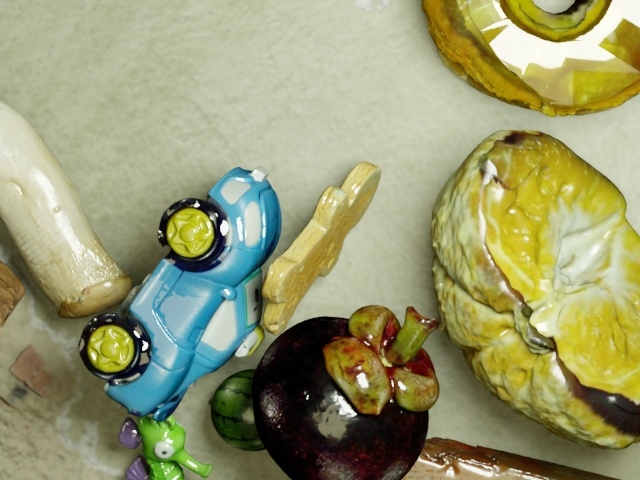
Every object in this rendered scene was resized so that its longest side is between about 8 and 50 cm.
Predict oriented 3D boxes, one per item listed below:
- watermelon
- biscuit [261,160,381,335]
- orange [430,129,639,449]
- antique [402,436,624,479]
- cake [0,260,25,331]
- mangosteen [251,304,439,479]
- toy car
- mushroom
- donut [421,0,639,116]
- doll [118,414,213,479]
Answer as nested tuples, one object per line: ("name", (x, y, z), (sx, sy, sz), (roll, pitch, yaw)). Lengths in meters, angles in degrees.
("watermelon", (-0.084, 0.197, 1.945), (0.109, 0.109, 0.109), (1, 98, 5))
("biscuit", (0.000, 0.000, 1.867), (0.030, 0.153, 0.234), (29, 61, 12))
("orange", (0.250, 0.059, 1.830), (0.369, 0.271, 0.210), (55, 143, -4))
("antique", (0.214, 0.301, 1.937), (0.310, 0.087, 0.093), (13, 98, 4))
("cake", (-0.509, 0.097, 1.887), (0.290, 0.282, 0.256), (-44, 99, 6))
("mangosteen", (0.043, 0.165, 1.824), (0.211, 0.211, 0.250), (45, 116, -2))
("toy car", (-0.132, 0.063, 1.876), (0.166, 0.198, 0.314), (36, 99, 2))
("mushroom", (-0.354, -0.056, 1.938), (0.123, 0.095, 0.351), (-37, 92, 27))
("donut", (0.254, -0.292, 1.810), (0.330, 0.160, 0.330), (2, 98, 13))
("doll", (-0.182, 0.280, 1.971), (0.115, 0.050, 0.190), (16, 126, 23))
